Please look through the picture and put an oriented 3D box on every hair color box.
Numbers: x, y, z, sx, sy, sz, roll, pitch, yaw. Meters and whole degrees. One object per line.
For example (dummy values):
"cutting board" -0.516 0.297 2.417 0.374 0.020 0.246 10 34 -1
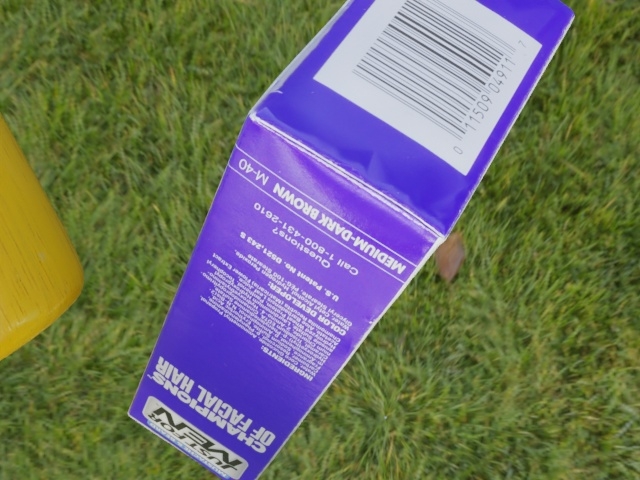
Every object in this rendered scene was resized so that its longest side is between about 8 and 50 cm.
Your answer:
"hair color box" 0.000 0.000 0.608 0.110 0.339 0.185 32 53 3

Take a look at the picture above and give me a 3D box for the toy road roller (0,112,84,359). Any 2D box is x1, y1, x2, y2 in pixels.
"toy road roller" -0.267 0.034 0.468 0.240 0.329 0.203 -20 107 21
